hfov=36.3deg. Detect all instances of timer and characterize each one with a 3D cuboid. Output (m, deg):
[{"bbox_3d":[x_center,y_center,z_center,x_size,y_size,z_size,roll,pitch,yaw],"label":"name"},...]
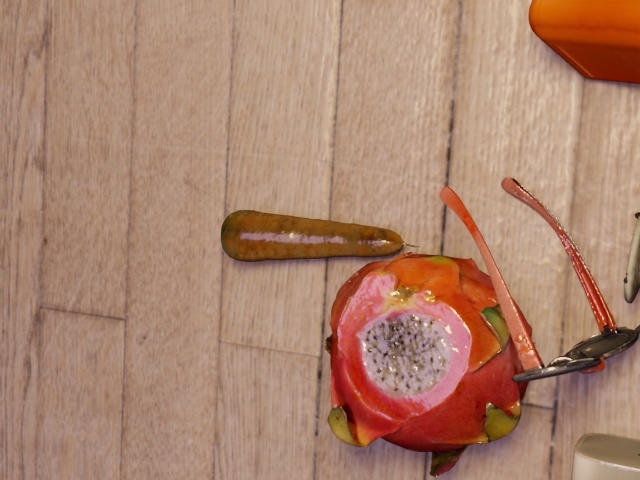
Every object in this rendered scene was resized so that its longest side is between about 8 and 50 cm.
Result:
[{"bbox_3d":[0.391,-0.317,1.101,0.257,0.161,0.250,19,88,49],"label":"timer"}]

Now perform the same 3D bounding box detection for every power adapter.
[{"bbox_3d":[0.398,0.384,1.205,0.187,0.124,0.255,7,98,24],"label":"power adapter"}]

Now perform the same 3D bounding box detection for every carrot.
[{"bbox_3d":[0.000,0.000,1.372,0.298,0.078,0.078,4,96,20],"label":"carrot"}]

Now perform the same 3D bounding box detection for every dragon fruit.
[{"bbox_3d":[0.132,0.150,1.260,0.290,0.189,0.291,3,96,23],"label":"dragon fruit"}]

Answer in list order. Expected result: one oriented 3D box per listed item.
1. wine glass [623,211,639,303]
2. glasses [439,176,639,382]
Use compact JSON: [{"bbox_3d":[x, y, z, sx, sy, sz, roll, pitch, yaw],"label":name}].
[{"bbox_3d":[0.484,0.038,1.135,0.241,0.126,0.127,10,99,25],"label":"wine glass"},{"bbox_3d":[0.270,0.035,1.171,0.118,0.234,0.268,-28,80,39],"label":"glasses"}]
